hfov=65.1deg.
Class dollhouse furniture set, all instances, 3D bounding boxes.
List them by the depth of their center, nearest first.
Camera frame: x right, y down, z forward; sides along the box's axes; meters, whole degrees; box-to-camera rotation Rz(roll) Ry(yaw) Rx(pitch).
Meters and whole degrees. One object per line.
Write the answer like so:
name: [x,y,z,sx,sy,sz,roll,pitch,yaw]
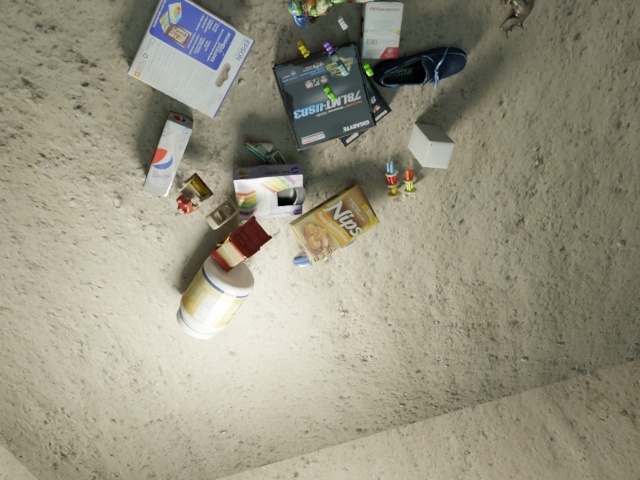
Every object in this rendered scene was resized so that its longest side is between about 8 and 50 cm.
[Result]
dollhouse furniture set: [-0.385,-0.079,1.915,0.374,0.152,0.201,52,142,-9]

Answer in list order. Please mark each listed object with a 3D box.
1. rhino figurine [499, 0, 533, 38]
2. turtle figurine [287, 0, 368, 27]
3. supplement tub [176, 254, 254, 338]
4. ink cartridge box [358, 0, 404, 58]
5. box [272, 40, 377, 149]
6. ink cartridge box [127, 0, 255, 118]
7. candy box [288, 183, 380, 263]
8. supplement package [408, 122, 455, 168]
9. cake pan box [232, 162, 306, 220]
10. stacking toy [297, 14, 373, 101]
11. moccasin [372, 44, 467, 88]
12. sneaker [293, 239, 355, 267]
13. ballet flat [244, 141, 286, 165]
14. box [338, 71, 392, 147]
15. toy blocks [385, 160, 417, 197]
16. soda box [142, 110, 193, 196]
rhino figurine: [0.674,-0.810,1.695,0.106,0.073,0.244,2,124,-8]
turtle figurine: [0.024,-0.788,1.510,0.266,0.198,0.275,-17,130,-6]
supplement tub: [-0.441,0.233,2.080,0.228,0.228,0.316,26,115,-25]
ink cartridge box: [0.199,-0.705,1.672,0.127,0.072,0.175,-2,124,-9]
box: [0.017,-0.496,1.729,0.295,0.073,0.294,-15,110,5]
ink cartridge box: [-0.419,-0.602,1.629,0.307,0.072,0.304,24,115,-27]
candy box: [0.055,-0.069,1.985,0.316,0.087,0.183,-32,104,-6]
supplement package: [0.413,-0.357,1.880,0.105,0.179,0.105,4,122,-13]
cake pan box: [-0.189,-0.182,1.904,0.266,0.070,0.246,-5,147,-7]
stacking toy: [0.051,-0.591,1.626,0.166,0.052,0.221,-27,116,19]
moccasin: [0.355,-0.584,1.756,0.341,0.117,0.138,-16,125,0]
sneaker: [0.000,0.000,2.099,0.296,0.112,0.131,-31,112,2]
ballet flat: [-0.190,-0.312,1.868,0.079,0.077,0.221,-51,128,-4]
box: [0.122,-0.474,1.824,0.220,0.051,0.175,-36,121,13]
toy blocks: [0.322,-0.254,2.008,0.123,0.054,0.148,-14,124,-1]
soda box: [-0.542,-0.305,1.782,0.091,0.098,0.286,19,118,-22]
